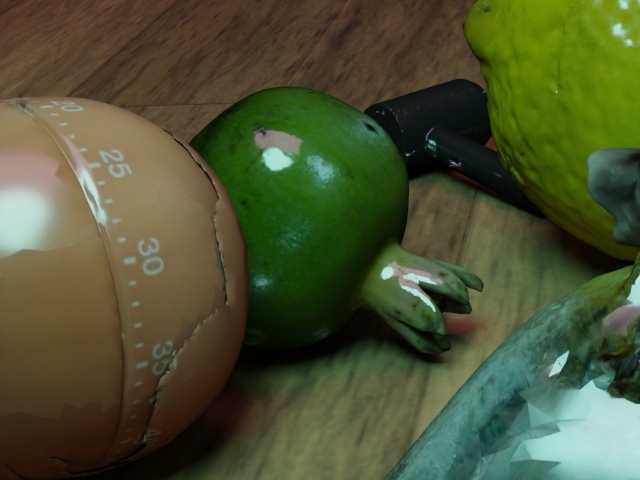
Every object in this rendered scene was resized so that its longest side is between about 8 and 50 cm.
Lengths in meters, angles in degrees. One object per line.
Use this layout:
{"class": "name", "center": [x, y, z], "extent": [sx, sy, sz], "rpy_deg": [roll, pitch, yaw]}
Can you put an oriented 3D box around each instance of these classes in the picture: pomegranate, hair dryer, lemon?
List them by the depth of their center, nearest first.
{"class": "pomegranate", "center": [0.001, 0.000, 1.022], "extent": [0.225, 0.187, 0.187], "rpy_deg": [31, 34, 14]}
{"class": "lemon", "center": [0.281, -0.129, 1.067], "extent": [0.336, 0.336, 0.336], "rpy_deg": [-5, 22, 2]}
{"class": "hair dryer", "center": [0.149, -0.075, 1.291], "extent": [0.114, 0.070, 0.248], "rpy_deg": [-20, 30, -30]}

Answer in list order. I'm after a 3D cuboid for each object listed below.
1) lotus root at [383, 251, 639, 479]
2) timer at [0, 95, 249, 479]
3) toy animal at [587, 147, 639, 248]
{"class": "lotus root", "center": [0.088, 0.144, 0.562], "extent": [0.349, 0.175, 0.175], "rpy_deg": [-48, 27, 2]}
{"class": "timer", "center": [-0.163, 0.028, 0.895], "extent": [0.215, 0.229, 0.230], "rpy_deg": [-8, 20, -31]}
{"class": "toy animal", "center": [0.309, -0.027, 0.819], "extent": [0.344, 0.302, 0.194], "rpy_deg": [10, 24, 32]}
